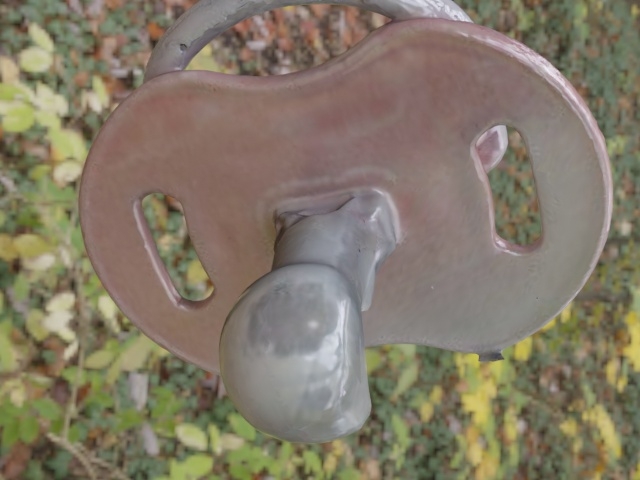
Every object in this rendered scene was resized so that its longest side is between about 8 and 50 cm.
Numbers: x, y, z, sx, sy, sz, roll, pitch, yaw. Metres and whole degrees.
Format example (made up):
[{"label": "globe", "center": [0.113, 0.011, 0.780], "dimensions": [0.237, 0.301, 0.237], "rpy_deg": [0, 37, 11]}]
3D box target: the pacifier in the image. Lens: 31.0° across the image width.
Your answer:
[{"label": "pacifier", "center": [0.008, -0.002, 0.691], "dimensions": [0.220, 0.332, 0.273], "rpy_deg": [51, 32, -63]}]
